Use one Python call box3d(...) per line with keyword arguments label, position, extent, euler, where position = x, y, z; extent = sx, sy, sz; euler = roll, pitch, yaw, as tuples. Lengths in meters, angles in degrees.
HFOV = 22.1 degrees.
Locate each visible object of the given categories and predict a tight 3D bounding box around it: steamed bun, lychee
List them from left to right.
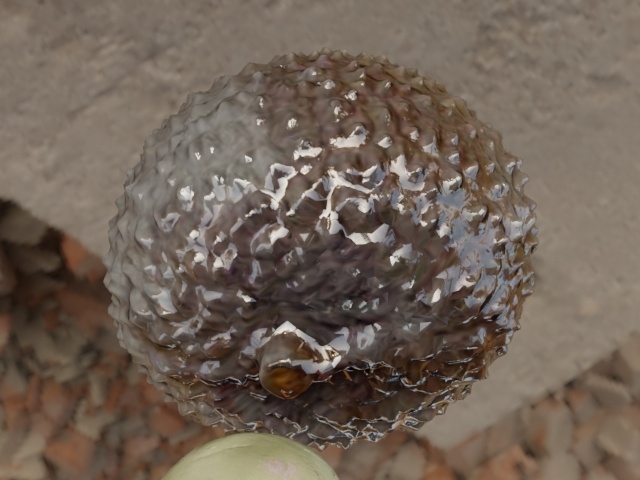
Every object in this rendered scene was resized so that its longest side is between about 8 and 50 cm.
box3d(label="steamed bun", position=(-0.034, 0.161, 0.940), extent=(0.112, 0.130, 0.091), euler=(-48, 156, -55))
box3d(label="lychee", position=(-0.004, -0.002, 1.114), extent=(0.300, 0.300, 0.300), euler=(-17, 138, -16))
